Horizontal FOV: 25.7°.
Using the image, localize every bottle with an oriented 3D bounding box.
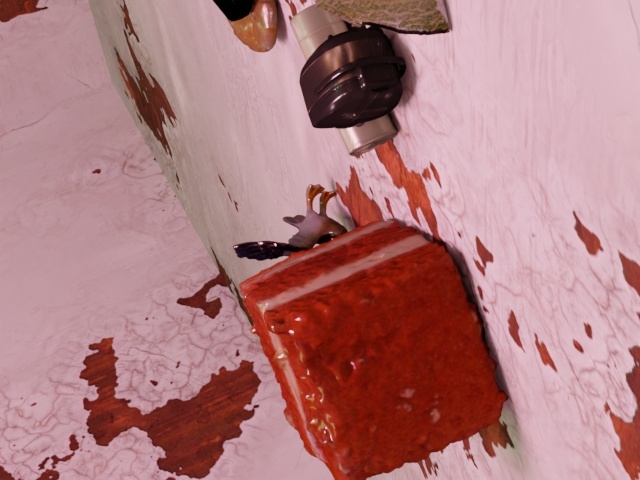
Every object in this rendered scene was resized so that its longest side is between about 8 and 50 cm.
[{"bbox_3d":[0.030,-0.218,1.883,0.201,0.072,0.072,65,168,6],"label":"bottle"}]

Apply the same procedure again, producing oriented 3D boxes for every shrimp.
[{"bbox_3d":[-0.133,-0.409,2.265,0.267,0.061,0.145,-120,22,-43],"label":"shrimp"}]

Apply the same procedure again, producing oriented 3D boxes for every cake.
[{"bbox_3d":[0.060,0.148,1.967,0.319,0.270,0.269,-145,33,-71],"label":"cake"}]

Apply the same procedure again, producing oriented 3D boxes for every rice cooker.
[{"bbox_3d":[0.038,-0.200,1.765,0.165,0.112,0.106,-51,53,57],"label":"rice cooker"}]

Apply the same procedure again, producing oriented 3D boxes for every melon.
[{"bbox_3d":[0.060,-0.307,1.533,0.093,0.202,0.139,-95,24,-66],"label":"melon"}]

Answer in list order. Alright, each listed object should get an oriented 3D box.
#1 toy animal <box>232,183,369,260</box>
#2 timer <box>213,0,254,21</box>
[{"bbox_3d":[0.001,-0.015,2.276,0.197,0.272,0.160,-41,48,39],"label":"toy animal"},{"bbox_3d":[-0.138,-0.440,2.138,0.144,0.055,0.187,52,149,15],"label":"timer"}]
